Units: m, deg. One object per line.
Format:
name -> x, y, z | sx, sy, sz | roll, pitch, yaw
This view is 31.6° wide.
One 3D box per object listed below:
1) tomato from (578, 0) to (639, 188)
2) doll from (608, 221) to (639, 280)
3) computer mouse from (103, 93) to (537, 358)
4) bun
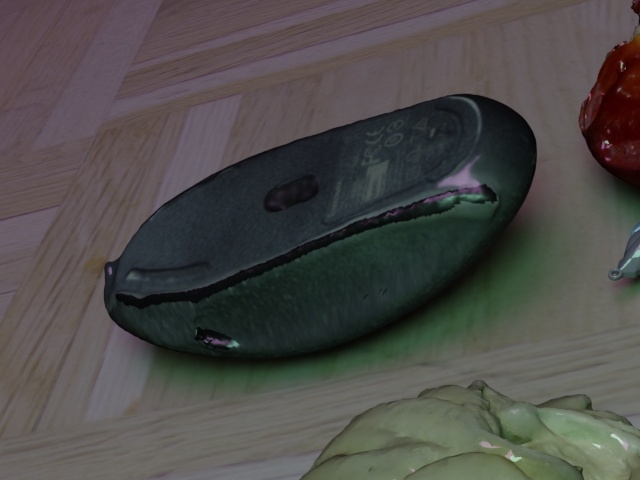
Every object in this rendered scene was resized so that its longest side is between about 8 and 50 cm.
tomato -> 0.321, -0.126, 0.854 | 0.233, 0.140, 0.200 | -59, 26, 7
doll -> 0.251, 0.000, 0.811 | 0.114, 0.039, 0.057 | -27, 66, -23
computer mouse -> 0.001, 0.003, 0.897 | 0.374, 0.114, 0.203 | -16, 36, 26
bun -> 0.086, 0.158, 0.539 | 0.259, 0.160, 0.259 | 0, 22, 0
